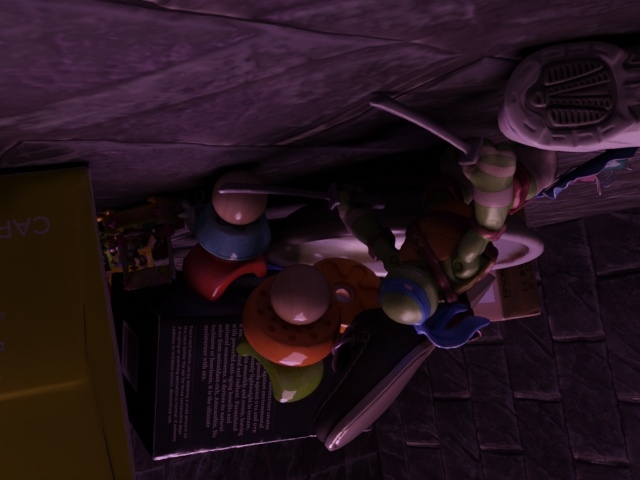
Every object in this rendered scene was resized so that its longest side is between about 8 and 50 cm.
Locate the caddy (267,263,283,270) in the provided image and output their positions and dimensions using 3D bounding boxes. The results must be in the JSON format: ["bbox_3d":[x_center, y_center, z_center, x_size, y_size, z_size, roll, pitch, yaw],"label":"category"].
[{"bbox_3d":[-0.117,0.105,1.425,0.241,0.179,0.341,20,-173,21],"label":"caddy"}]

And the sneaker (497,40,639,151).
[{"bbox_3d":[0.244,-0.109,0.538,0.232,0.090,0.115,0,-178,0],"label":"sneaker"}]

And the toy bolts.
[{"bbox_3d":[-0.033,0.019,0.788,0.218,0.228,0.158,-31,153,-36],"label":"toy bolts"}]

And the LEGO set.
[{"bbox_3d":[-0.230,0.012,0.953,0.132,0.107,0.287,-5,175,-37],"label":"LEGO set"}]

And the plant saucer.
[{"bbox_3d":[0.111,-0.020,1.024,0.400,0.101,0.400,0,169,0],"label":"plant saucer"}]

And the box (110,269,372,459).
[{"bbox_3d":[-0.119,0.146,0.989,0.294,0.183,0.296,1,-173,-27],"label":"box"}]

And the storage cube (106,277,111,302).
[{"bbox_3d":[-0.414,0.170,1.100,0.215,0.184,0.193,-4,-147,34],"label":"storage cube"}]

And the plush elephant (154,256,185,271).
[{"bbox_3d":[-0.394,0.167,1.631,0.330,0.272,0.255,-34,166,-37],"label":"plush elephant"}]

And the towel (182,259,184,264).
[{"bbox_3d":[-0.276,0.045,1.871,0.148,0.027,0.110,-12,176,27],"label":"towel"}]

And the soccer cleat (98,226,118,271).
[{"bbox_3d":[-0.350,0.010,1.082,0.072,0.060,0.179,1,168,-5],"label":"soccer cleat"}]

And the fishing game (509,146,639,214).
[{"bbox_3d":[0.330,-0.091,0.770,0.189,0.041,0.264,-31,178,-27],"label":"fishing game"}]

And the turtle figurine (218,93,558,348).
[{"bbox_3d":[0.107,-0.062,0.686,0.266,0.274,0.198,-37,167,-46],"label":"turtle figurine"}]

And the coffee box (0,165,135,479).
[{"bbox_3d":[-0.376,0.133,0.716,0.337,0.338,0.334,-8,175,-17],"label":"coffee box"}]

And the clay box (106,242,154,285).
[{"bbox_3d":[-0.353,0.116,1.285,0.053,0.222,0.127,-12,178,37],"label":"clay box"}]

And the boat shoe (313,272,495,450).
[{"bbox_3d":[0.074,0.095,0.750,0.335,0.095,0.112,-33,155,-48],"label":"boat shoe"}]

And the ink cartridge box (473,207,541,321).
[{"bbox_3d":[0.270,0.022,1.234,0.088,0.235,0.193,-6,174,-26],"label":"ink cartridge box"}]
